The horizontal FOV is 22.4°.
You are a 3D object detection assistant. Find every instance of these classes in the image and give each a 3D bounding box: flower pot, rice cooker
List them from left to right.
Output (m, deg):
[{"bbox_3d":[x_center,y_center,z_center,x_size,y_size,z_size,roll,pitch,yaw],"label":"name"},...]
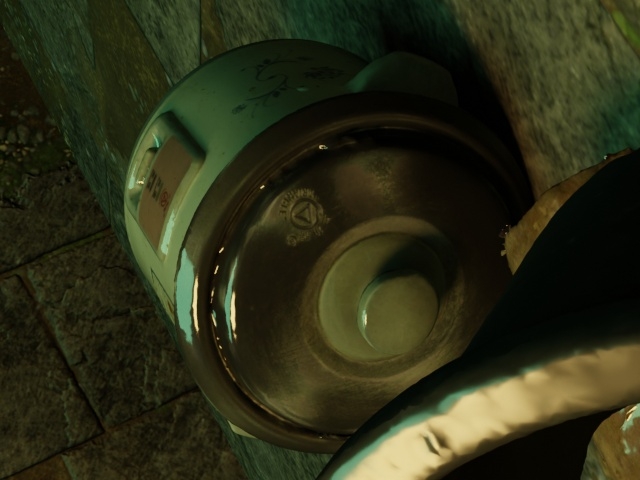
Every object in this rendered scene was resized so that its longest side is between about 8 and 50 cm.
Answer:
[{"bbox_3d":[0.000,0.000,1.163,0.317,0.264,0.316,-39,41,44],"label":"rice cooker"},{"bbox_3d":[0.185,0.096,0.628,0.251,0.379,0.379,-70,-27,-51],"label":"flower pot"}]

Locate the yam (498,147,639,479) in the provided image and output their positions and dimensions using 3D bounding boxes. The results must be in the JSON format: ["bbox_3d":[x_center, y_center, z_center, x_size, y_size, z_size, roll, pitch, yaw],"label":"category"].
[{"bbox_3d":[0.201,0.076,0.880,0.129,0.128,0.238,23,-143,-60],"label":"yam"}]
